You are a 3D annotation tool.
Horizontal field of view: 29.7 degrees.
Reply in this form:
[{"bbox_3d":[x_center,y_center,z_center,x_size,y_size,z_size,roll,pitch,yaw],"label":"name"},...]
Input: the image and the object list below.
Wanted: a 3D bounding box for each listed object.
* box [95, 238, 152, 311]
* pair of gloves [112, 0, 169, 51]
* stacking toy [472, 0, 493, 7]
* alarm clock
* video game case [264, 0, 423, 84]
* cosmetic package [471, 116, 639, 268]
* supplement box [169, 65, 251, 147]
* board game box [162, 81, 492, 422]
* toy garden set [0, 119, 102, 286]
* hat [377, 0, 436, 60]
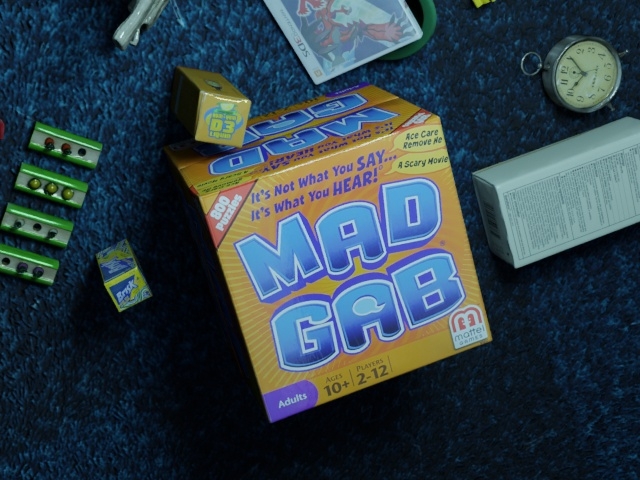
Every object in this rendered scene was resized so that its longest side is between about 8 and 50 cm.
[{"bbox_3d":[-0.307,0.052,1.872,0.059,0.169,0.054,-28,111,-7],"label":"box"},{"bbox_3d":[-0.239,-0.368,1.741,0.042,0.240,0.204,32,96,-7],"label":"pair of gloves"},{"bbox_3d":[0.297,-0.475,1.893,0.167,0.221,0.052,58,43,-21],"label":"stacking toy"},{"bbox_3d":[0.424,-0.287,2.044,0.192,0.064,0.129,8,103,-20],"label":"alarm clock"},{"bbox_3d":[0.030,-0.355,1.873,0.201,0.023,0.183,-21,115,29],"label":"video game case"},{"bbox_3d":[0.435,-0.086,2.079,0.309,0.113,0.160,-19,110,-11],"label":"cosmetic package"},{"bbox_3d":[-0.169,-0.203,1.805,0.078,0.233,0.080,8,103,-18],"label":"supplement box"},{"bbox_3d":[0.000,0.000,1.847,0.356,0.356,0.356,-19,110,-10],"label":"board game box"},{"bbox_3d":[-0.471,-0.064,1.856,0.204,0.049,0.244,18,100,-20],"label":"toy garden set"},{"bbox_3d":[0.127,-0.422,1.941,0.173,0.183,0.208,33,138,-11],"label":"hat"}]
